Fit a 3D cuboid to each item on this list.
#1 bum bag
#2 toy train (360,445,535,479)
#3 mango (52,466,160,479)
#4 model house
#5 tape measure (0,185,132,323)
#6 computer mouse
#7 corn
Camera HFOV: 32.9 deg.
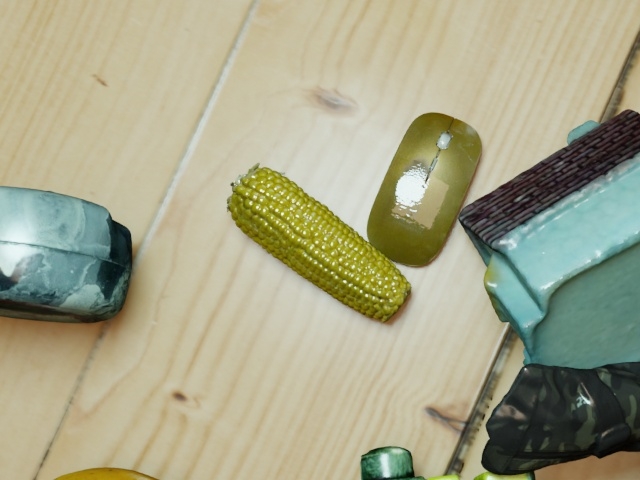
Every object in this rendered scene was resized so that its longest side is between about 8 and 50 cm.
[{"bbox_3d":[0.334,0.187,1.217,0.340,0.095,0.144,-3,125,-21],"label":"bum bag"},{"bbox_3d":[0.161,0.449,1.228,0.272,0.179,0.442,-6,74,1],"label":"toy train"},{"bbox_3d":[-0.229,0.370,1.314,0.257,0.138,0.187,45,108,13],"label":"mango"},{"bbox_3d":[0.307,-0.005,1.281,0.280,0.230,0.248,-30,42,0],"label":"model house"},{"bbox_3d":[-0.365,0.015,1.308,0.275,0.256,0.147,2,80,12],"label":"tape measure"},{"bbox_3d":[0.131,-0.066,1.367,0.102,0.045,0.199,25,87,6],"label":"computer mouse"},{"bbox_3d":[-0.003,0.004,1.353,0.260,0.091,0.091,36,97,8],"label":"corn"}]
